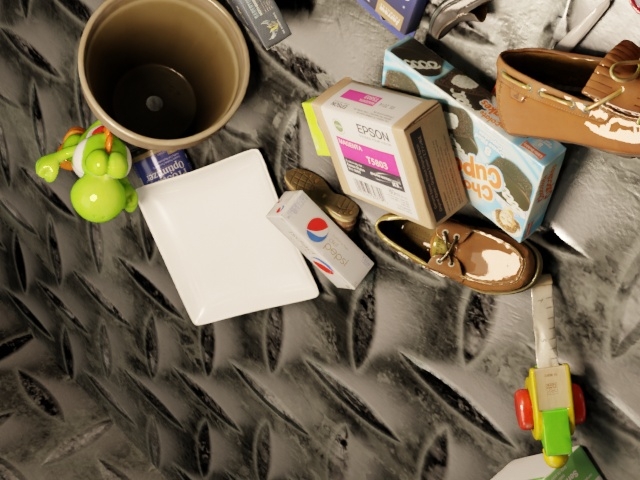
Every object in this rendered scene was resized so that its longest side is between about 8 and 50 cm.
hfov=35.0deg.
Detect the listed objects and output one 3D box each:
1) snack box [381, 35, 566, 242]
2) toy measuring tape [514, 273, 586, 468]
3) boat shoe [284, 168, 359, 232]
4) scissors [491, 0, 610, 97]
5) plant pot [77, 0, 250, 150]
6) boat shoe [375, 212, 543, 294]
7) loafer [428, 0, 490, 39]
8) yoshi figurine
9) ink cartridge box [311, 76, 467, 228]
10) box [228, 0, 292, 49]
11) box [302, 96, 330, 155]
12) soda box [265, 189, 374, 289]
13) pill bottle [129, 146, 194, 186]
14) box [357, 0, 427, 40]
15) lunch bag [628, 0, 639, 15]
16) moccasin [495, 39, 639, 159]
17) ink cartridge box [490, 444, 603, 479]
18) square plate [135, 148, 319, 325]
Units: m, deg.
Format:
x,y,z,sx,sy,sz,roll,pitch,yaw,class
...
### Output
x,y,z,sx,sy,sz,roll,pitch,yaw,class
0.225,-0.159,1.591,0.322,0.060,0.187,41,153,25,snack box
0.374,0.215,1.694,0.121,0.121,0.330,-1,98,53,toy measuring tape
-0.003,-0.075,1.976,0.178,0.064,0.060,36,142,24,boat shoe
0.317,-0.253,1.456,0.109,0.021,0.297,46,146,23,scissors
-0.321,-0.309,2.030,0.323,0.323,0.280,58,162,2,plant pot
0.219,0.020,1.690,0.307,0.104,0.110,15,94,45,boat shoe
0.216,-0.341,1.487,0.061,0.062,0.170,51,147,4,loafer
-0.486,-0.136,2.177,0.203,0.204,0.362,65,169,-16,yoshi figurine
0.109,-0.144,1.639,0.235,0.088,0.193,25,146,49,ink cartridge box
-0.147,-0.461,1.748,0.232,0.059,0.183,59,177,-37,box
0.049,-0.204,1.827,0.178,0.042,0.109,8,122,51,box
0.000,0.000,1.952,0.216,0.069,0.074,46,160,-21,soda box
-0.341,-0.127,2.326,0.123,0.123,0.219,-11,107,55,pill bottle
0.115,-0.419,1.580,0.136,0.036,0.225,45,145,20,box
0.438,-0.371,1.116,0.258,0.120,0.293,29,137,39,lunch bag
0.389,-0.198,1.311,0.380,0.139,0.147,21,137,50,moccasin
0.443,0.523,1.810,0.278,0.117,0.201,57,147,2,ink cartridge box
-0.201,-0.003,2.212,0.347,0.049,0.344,-15,104,30,square plate
